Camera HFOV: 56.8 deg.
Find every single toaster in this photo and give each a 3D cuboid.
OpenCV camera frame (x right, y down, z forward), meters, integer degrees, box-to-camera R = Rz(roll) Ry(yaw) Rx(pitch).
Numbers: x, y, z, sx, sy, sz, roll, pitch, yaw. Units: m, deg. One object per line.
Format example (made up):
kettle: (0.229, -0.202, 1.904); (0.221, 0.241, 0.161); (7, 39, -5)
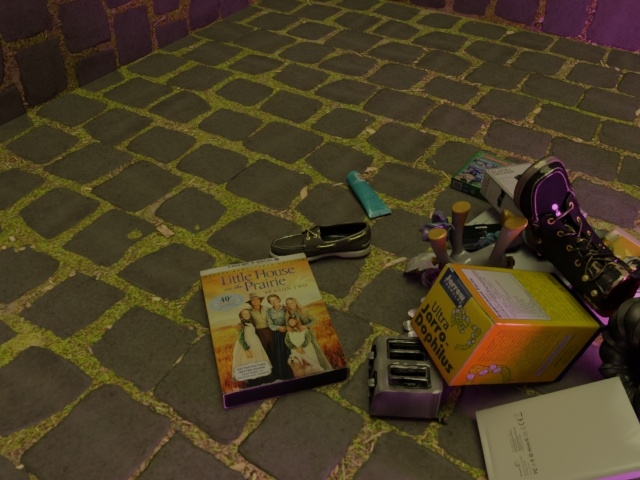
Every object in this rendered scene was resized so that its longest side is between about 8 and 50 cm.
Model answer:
toaster: (0.199, 0.317, 1.362); (0.185, 0.110, 0.168); (3, 41, 2)

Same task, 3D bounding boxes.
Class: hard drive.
hard drive: (0.488, 0.407, 1.211); (0.307, 0.040, 0.203); (-20, 37, 18)
hard drive: (0.585, 0.038, 1.742); (0.233, 0.047, 0.353); (-31, 50, -32)

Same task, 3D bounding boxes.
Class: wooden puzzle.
wooden puzzle: (0.834, 0.080, 1.610); (0.238, 0.044, 0.221); (-34, 56, -19)

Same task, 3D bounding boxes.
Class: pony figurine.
pony figurine: (0.371, 0.072, 1.523); (0.351, 0.363, 0.303); (-8, 46, 14)

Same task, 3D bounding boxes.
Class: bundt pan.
bundt pan: (0.699, 0.268, 1.257); (0.124, 0.331, 0.331); (3, 41, 0)

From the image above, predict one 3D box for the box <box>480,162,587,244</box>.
box: (0.621, -0.113, 1.755); (0.169, 0.087, 0.290); (-10, 40, -13)

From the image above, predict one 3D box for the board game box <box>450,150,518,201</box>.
board game box: (0.634, -0.191, 2.011); (0.317, 0.046, 0.213); (27, 47, 27)

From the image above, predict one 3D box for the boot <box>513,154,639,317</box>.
boot: (0.582, -0.001, 1.344); (0.138, 0.377, 0.284); (-32, 52, 0)

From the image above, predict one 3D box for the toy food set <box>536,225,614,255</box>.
toy food set: (0.690, 0.011, 1.574); (0.218, 0.071, 0.128); (17, 81, -5)

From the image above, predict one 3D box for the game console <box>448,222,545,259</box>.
game console: (0.554, -0.021, 1.744); (0.361, 0.044, 0.213); (-3, 39, -6)

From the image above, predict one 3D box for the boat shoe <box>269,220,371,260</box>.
boat shoe: (-0.001, -0.003, 1.743); (0.305, 0.091, 0.109); (-5, 34, -6)

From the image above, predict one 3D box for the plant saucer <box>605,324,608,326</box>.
plant saucer: (0.790, 0.191, 1.579); (0.168, 0.029, 0.168); (1, 40, -1)

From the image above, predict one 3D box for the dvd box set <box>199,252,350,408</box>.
dvd box set: (-0.131, 0.209, 1.521); (0.307, 0.062, 0.420); (-9, 42, -12)

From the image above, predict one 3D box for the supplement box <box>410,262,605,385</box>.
supplement box: (0.425, 0.194, 1.358); (0.356, 0.195, 0.194); (6, 35, -29)

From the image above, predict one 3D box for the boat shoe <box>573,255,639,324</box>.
boat shoe: (0.788, 0.116, 1.509); (0.340, 0.127, 0.158); (0, 51, 4)

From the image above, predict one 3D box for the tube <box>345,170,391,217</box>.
tube: (0.152, -0.151, 1.960); (0.080, 0.052, 0.207); (-19, 49, -15)
